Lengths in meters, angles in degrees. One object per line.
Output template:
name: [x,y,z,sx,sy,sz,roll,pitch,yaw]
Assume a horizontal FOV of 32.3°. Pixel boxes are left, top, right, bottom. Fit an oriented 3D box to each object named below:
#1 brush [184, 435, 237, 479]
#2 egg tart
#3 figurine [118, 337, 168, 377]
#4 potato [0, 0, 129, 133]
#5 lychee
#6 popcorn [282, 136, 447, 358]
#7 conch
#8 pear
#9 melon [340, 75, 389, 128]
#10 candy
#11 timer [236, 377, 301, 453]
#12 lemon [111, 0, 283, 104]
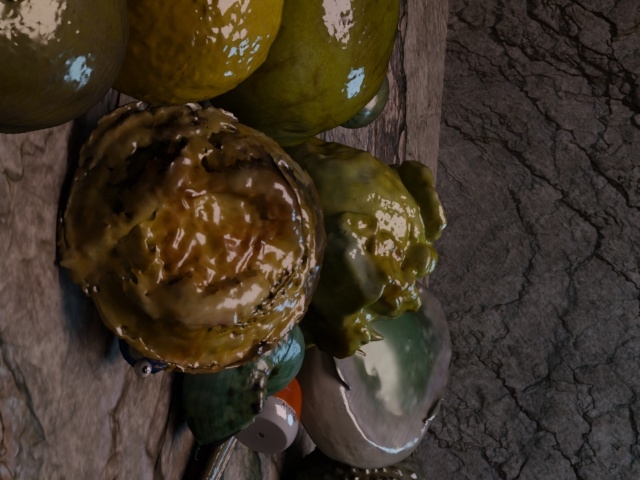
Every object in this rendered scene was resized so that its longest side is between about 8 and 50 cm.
brush: [-0.161,0.326,1.330,0.043,0.036,0.248,74,29,-43]
egg tart: [-0.103,-0.015,1.060,0.297,0.132,0.297,6,79,-35]
figurine: [-0.144,0.031,1.174,0.164,0.121,0.262,53,52,-20]
potato: [-0.211,-0.163,0.762,0.174,0.159,0.251,-62,173,-4]
lychee: [0.062,0.455,1.868,0.274,0.255,0.255,35,46,-22]
popcorn: [0.013,-0.003,1.488,0.312,0.312,0.312,3,90,-77]
conch: [-0.100,0.157,1.360,0.175,0.122,0.188,-61,171,12]
pear: [-0.038,-0.253,1.234,0.269,0.269,0.321,-70,172,-52]
melon: [0.065,-0.266,1.982,0.167,0.114,0.114,-66,155,-50]
candy: [0.056,0.175,1.792,0.386,0.186,0.427,52,31,-26]
timer: [-0.070,0.220,1.534,0.136,0.099,0.136,14,90,-83]
lemon: [-0.130,-0.220,1.000,0.231,0.192,0.192,-29,122,-55]
